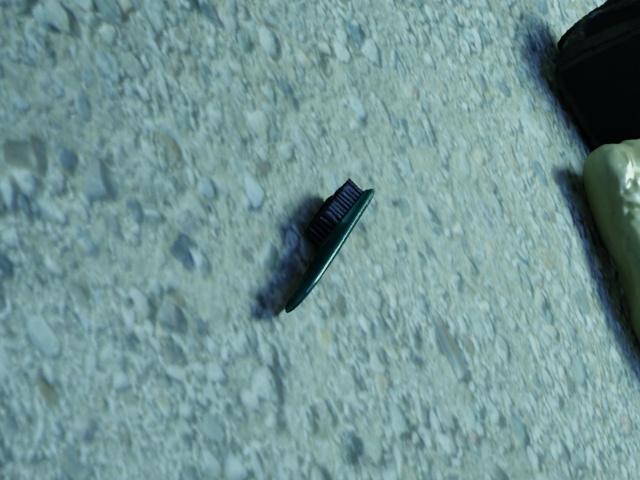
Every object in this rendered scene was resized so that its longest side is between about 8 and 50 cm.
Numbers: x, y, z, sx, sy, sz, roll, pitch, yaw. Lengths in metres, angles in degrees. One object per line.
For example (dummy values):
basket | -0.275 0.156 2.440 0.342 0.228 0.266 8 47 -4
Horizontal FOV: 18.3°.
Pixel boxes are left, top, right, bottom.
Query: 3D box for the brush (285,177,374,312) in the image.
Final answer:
brush | 0.000 0.000 1.509 0.032 0.043 0.193 42 30 -3

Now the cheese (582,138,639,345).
cheese | 0.382 0.013 2.103 0.159 0.093 0.263 -11 70 -22

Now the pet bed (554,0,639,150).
pet bed | 0.382 -0.182 2.229 0.211 0.183 0.159 56 29 -18
